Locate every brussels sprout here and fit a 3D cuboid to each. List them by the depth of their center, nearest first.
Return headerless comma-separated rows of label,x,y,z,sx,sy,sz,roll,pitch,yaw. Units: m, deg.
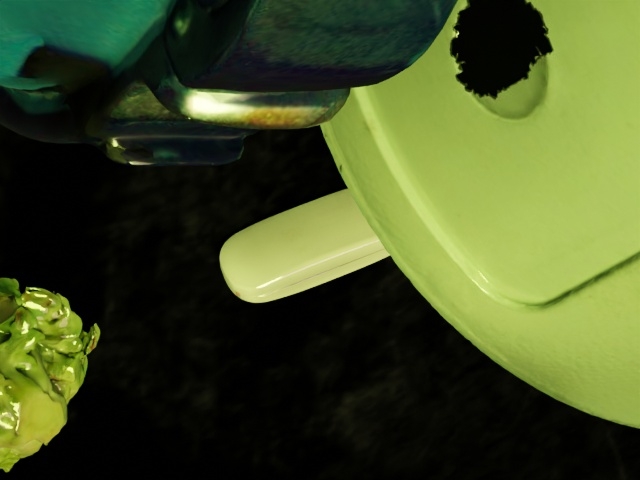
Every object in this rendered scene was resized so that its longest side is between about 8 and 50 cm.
brussels sprout,-0.122,0.052,0.758,0.085,0.058,0.085,-15,124,-24

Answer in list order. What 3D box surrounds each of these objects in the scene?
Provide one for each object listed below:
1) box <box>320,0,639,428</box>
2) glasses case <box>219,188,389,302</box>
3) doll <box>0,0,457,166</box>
box,0.125,-0.076,0.540,0.226,0.226,0.149,0,159,-32
glasses case,0.000,0.000,0.792,0.083,0.032,0.021,-22,145,-12
doll,-0.045,-0.171,0.375,0.240,0.284,0.310,-5,125,-32
